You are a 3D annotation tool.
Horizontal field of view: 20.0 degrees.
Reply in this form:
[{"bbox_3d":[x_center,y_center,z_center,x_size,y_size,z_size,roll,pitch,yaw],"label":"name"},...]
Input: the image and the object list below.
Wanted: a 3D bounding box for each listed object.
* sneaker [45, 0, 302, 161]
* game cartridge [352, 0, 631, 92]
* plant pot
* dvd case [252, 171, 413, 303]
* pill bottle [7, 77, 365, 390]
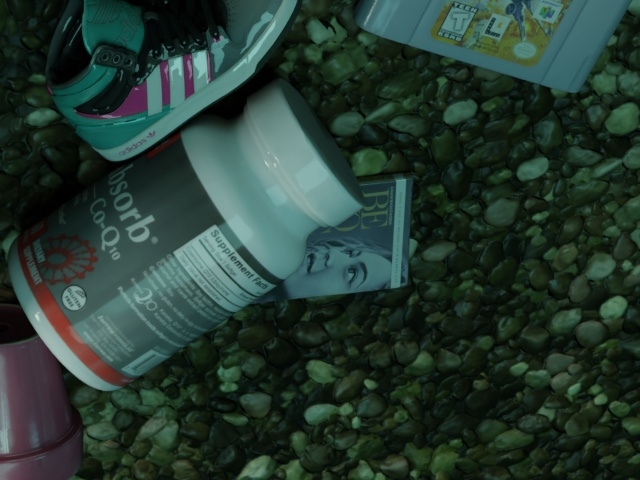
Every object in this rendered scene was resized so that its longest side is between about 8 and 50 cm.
[{"bbox_3d":[-0.176,-0.221,1.904,0.295,0.123,0.178,-38,136,15],"label":"sneaker"},{"bbox_3d":[0.206,-0.284,2.003,0.297,0.062,0.198,13,126,-24],"label":"game cartridge"},{"bbox_3d":[-0.378,0.178,2.111,0.201,0.201,0.180,-4,111,-13],"label":"plant pot"},{"bbox_3d":[0.000,0.000,2.180,0.221,0.018,0.164,-7,127,-11],"label":"dvd case"},{"bbox_3d":[-0.146,-0.010,2.009,0.363,0.210,0.210,-34,128,10],"label":"pill bottle"}]
